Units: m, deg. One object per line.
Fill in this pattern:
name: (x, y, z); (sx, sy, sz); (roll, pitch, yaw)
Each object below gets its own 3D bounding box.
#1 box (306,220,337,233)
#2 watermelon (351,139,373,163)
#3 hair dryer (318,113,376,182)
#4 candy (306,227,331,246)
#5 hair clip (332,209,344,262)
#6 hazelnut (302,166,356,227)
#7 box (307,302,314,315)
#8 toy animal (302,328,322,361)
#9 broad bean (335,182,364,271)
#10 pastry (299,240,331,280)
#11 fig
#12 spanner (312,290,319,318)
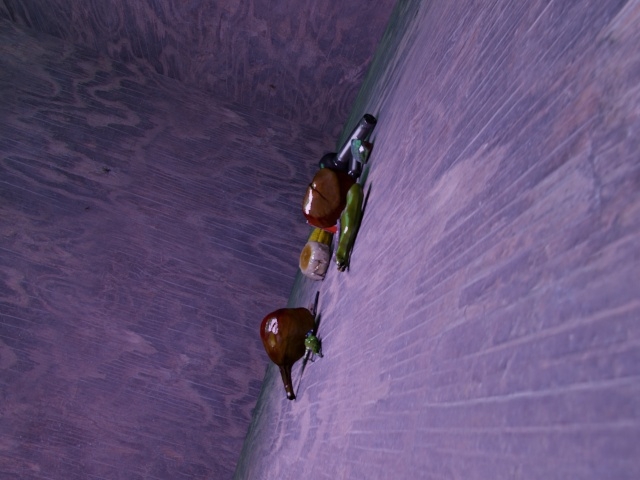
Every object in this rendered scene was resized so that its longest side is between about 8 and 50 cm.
box: (0.020, -0.092, 2.004); (0.182, 0.133, 0.099); (-140, 68, -87)
watermelon: (0.149, -0.330, 1.823); (0.072, 0.092, 0.084); (-15, -35, -48)
hair dryer: (0.093, -0.321, 1.999); (0.284, 0.155, 0.320); (-62, 7, -34)
candy: (0.000, 0.000, 2.128); (0.106, 0.094, 0.199); (-23, 31, 35)
hair clip: (0.076, -0.039, 1.623); (0.146, 0.056, 0.187); (-66, -5, -58)
hazelnut: (0.032, -0.145, 1.727); (0.212, 0.181, 0.181); (-51, 5, 11)
box: (-0.044, 0.284, 1.926); (0.083, 0.024, 0.053); (112, 175, -53)
toy animal: (-0.024, 0.324, 1.453); (0.217, 0.041, 0.075); (-128, 58, -79)
broad bean: (0.089, -0.039, 1.479); (0.098, 0.056, 0.318); (127, 157, -55)
pastry: (-0.023, 0.078, 1.965); (0.166, 0.088, 0.166); (-165, 90, -69)
fig: (-0.102, 0.348, 1.627); (0.191, 0.190, 0.290); (113, 157, -45)
spanner: (-0.021, 0.253, 1.855); (0.208, 0.012, 0.046); (-80, 8, -62)
